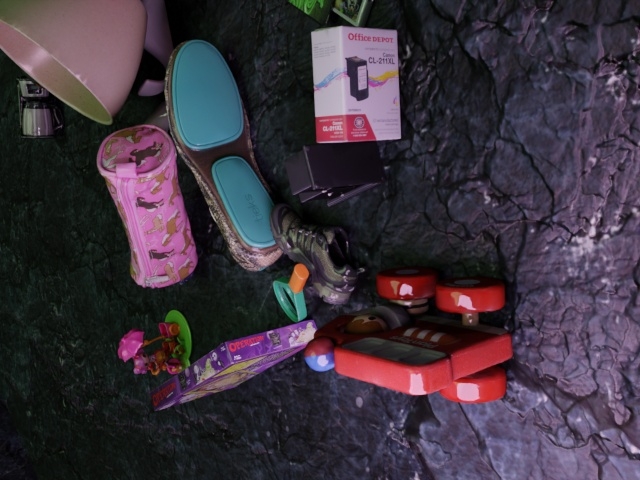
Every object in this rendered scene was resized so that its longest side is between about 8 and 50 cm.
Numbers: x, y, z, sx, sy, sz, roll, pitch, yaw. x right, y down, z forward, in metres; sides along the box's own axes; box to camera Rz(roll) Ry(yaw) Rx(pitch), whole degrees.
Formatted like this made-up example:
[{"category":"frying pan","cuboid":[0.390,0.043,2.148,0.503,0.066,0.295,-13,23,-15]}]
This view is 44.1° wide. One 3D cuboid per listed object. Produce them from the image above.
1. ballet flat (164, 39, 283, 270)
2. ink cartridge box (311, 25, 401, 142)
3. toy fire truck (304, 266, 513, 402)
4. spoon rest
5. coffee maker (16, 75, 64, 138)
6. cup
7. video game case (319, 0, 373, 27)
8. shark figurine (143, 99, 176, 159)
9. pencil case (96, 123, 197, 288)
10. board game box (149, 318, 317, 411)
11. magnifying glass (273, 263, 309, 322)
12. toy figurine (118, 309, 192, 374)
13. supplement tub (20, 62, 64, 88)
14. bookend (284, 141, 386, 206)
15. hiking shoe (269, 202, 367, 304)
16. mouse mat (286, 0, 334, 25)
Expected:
[{"category":"ballet flat","cuboid":[-0.206,-0.155,1.581,0.483,0.163,0.182,68,155,13]},{"category":"ink cartridge box","cuboid":[0.057,-0.245,1.247,0.072,0.127,0.175,6,102,49]},{"category":"toy fire truck","cuboid":[0.117,0.145,1.149,0.302,0.253,0.170,7,102,50]},{"category":"spoon rest","cuboid":[-0.380,-0.450,1.797,0.137,0.084,0.277,-35,57,47]},{"category":"coffee maker","cuboid":[-0.836,-0.391,2.315,0.171,0.120,0.178,16,108,49]},{"category":"cup","cuboid":[-0.502,-0.440,1.668,0.331,0.331,0.237,23,72,46]},{"category":"video game case","cuboid":[0.038,-0.473,1.313,0.190,0.022,0.173,45,128,35]},{"category":"shark figurine","cuboid":[-0.407,-0.192,1.839,0.166,0.116,0.279,20,110,49]},{"category":"pencil case","cuboid":[-0.358,-0.063,1.664,0.167,0.160,0.386,52,156,35]},{"category":"board game box","cuboid":[-0.176,0.250,1.565,0.347,0.208,0.056,-36,66,47]},{"category":"magnifying glass","cuboid":[-0.050,0.091,1.449,0.092,0.026,0.231,57,160,12]},{"category":"toy figurine","cuboid":[-0.401,0.264,1.878,0.130,0.159,0.173,-9,90,51]},{"category":"supplement tub","cuboid":[-0.627,-0.468,1.976,0.338,0.207,0.207,21,113,48]},{"category":"bookend","cuboid":[-0.002,-0.104,1.325,0.156,0.157,0.072,-22,80,49]},{"category":"hiking shoe","cuboid":[0.000,0.000,1.414,0.227,0.086,0.114,50,124,21]},{"category":"mouse mat","cuboid":[-0.009,-0.481,1.344,0.152,0.007,0.190,44,129,36]}]
